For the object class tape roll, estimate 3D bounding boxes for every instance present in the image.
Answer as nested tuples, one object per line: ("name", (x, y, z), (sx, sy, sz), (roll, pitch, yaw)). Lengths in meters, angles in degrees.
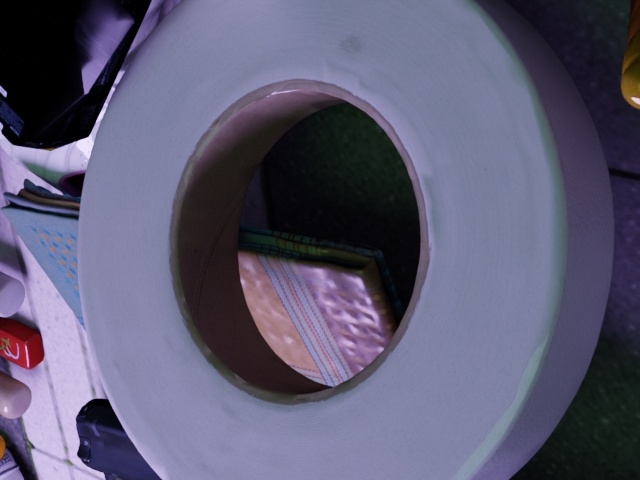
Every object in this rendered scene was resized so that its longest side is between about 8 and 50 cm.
("tape roll", (0.000, 0.000, 0.894), (0.392, 0.072, 0.391), (-2, 86, 36))

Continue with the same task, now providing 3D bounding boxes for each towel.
("towel", (-0.068, 0.076, 1.113), (0.370, 0.040, 0.271), (10, 140, 35))

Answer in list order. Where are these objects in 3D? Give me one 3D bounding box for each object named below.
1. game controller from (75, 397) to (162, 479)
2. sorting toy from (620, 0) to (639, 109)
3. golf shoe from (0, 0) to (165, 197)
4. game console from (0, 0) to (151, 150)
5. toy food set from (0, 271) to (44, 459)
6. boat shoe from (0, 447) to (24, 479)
("game controller", (-0.101, 0.232, 1.271), (0.319, 0.067, 0.166), (6, 139, 44))
("sorting toy", (0.295, -0.077, 0.666), (0.366, 0.126, 0.127), (15, 126, 36))
("golf shoe", (-0.169, -0.127, 1.073), (0.140, 0.115, 0.306), (48, 146, -8))
("game console", (-0.271, -0.231, 0.951), (0.361, 0.044, 0.213), (46, 141, 5))
("toy food set", (-0.356, 0.106, 1.378), (0.105, 0.111, 0.232), (22, 133, 29))
("boat shoe", (-0.412, 0.323, 1.595), (0.267, 0.096, 0.088), (-35, 87, 40))
